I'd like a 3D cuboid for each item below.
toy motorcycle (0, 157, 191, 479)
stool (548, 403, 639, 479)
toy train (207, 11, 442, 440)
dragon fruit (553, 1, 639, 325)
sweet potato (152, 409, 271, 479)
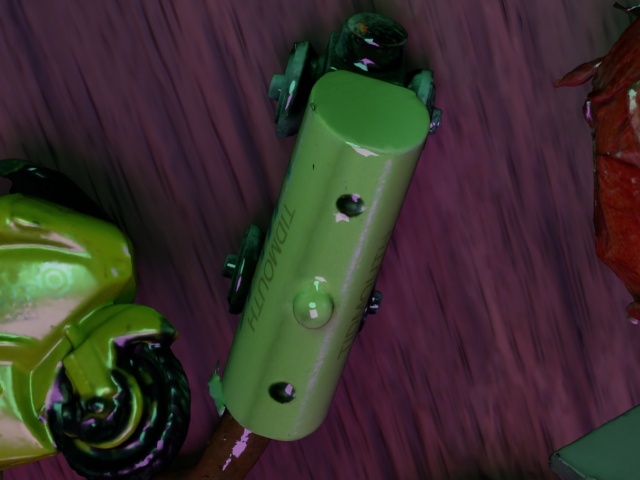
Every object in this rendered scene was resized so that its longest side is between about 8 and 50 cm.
[{"bbox_3d":[-0.234,0.064,1.182,0.342,0.206,0.142,-12,153,24],"label":"toy motorcycle"},{"bbox_3d":[0.273,0.208,1.141,0.270,0.170,0.243,-23,131,-33],"label":"stool"},{"bbox_3d":[0.000,0.000,1.118,0.105,0.157,0.253,16,123,-5],"label":"toy train"},{"bbox_3d":[0.262,-0.043,1.025,0.252,0.241,0.241,-19,119,27],"label":"dragon fruit"},{"bbox_3d":[-0.108,0.186,1.303,0.075,0.074,0.269,41,114,-19],"label":"sweet potato"}]
